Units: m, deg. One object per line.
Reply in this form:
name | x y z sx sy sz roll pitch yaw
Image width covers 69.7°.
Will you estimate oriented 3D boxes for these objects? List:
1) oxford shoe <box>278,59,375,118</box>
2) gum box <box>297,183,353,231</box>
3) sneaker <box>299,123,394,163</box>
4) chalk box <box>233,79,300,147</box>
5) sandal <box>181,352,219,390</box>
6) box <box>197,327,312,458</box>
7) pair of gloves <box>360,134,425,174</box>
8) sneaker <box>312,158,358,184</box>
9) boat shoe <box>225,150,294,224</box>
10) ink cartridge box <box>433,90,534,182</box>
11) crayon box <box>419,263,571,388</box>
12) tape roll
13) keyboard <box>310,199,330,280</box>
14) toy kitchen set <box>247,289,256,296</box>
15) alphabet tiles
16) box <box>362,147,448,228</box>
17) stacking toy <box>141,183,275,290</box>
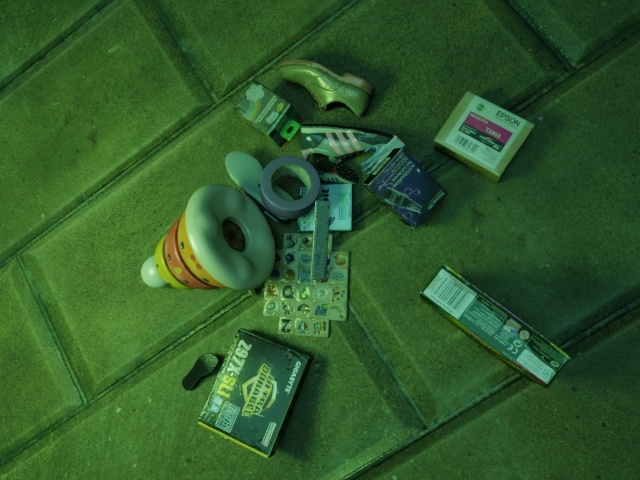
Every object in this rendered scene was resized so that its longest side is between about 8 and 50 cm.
oxford shoe | 0.002 -0.515 1.558 0.349 0.123 0.130 21 93 16
gum box | 0.017 -0.107 1.537 0.185 0.041 0.156 -1 82 12
sneaker | 0.088 -0.313 1.534 0.319 0.112 0.130 8 110 11
chalk box | -0.163 -0.420 1.577 0.213 0.132 0.132 38 91 14
sandal | -0.405 0.442 1.565 0.179 0.040 0.067 -45 69 19
box | -0.205 0.474 1.463 0.257 0.079 0.321 20 76 16
pair of gloves | 0.229 -0.238 1.474 0.159 0.023 0.198 -42 105 11
sneaker | 0.045 -0.222 1.543 0.162 0.075 0.057 15 72 -12
boat shoe | -0.207 -0.175 1.566 0.306 0.105 0.113 39 64 6
ink cartridge box | 0.503 -0.322 1.432 0.235 0.088 0.193 33 92 16
crayon box | 0.444 0.227 1.253 0.363 0.313 0.106 38 89 15
tape roll | -0.098 -0.170 1.477 0.189 0.080 0.188 3 72 -9
keyboard | 0.000 0.000 1.477 0.014 0.072 0.255 6 96 34
toy kitchen set | -0.225 0.129 1.570 0.083 0.075 0.068 -31 31 -24
alphabet tiles | -0.049 0.145 1.534 0.286 0.011 0.342 1 83 13
box | 0.259 -0.160 1.418 0.207 0.108 0.153 40 93 -10
stacking toy | -0.419 0.058 1.516 0.480 0.351 0.350 -26 77 31
